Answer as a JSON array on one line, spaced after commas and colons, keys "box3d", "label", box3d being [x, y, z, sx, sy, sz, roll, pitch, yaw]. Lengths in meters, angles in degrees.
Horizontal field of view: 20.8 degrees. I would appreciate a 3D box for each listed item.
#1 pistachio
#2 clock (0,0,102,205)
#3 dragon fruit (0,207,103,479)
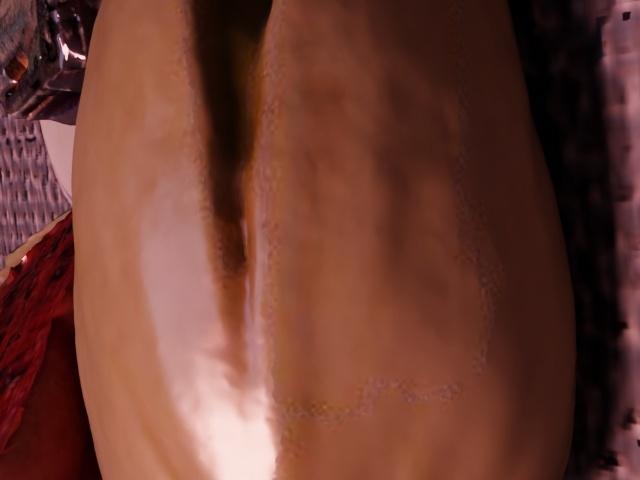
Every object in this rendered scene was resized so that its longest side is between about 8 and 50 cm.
[{"box3d": [0.000, 0.000, 0.446, 0.136, 0.135, 0.226, 170, 98, -66], "label": "pistachio"}, {"box3d": [-0.092, -0.102, 0.690, 0.198, 0.064, 0.172, -21, 79, 65], "label": "clock"}, {"box3d": [-0.068, 0.095, 0.586, 0.205, 0.152, 0.317, -60, 14, -12], "label": "dragon fruit"}]
